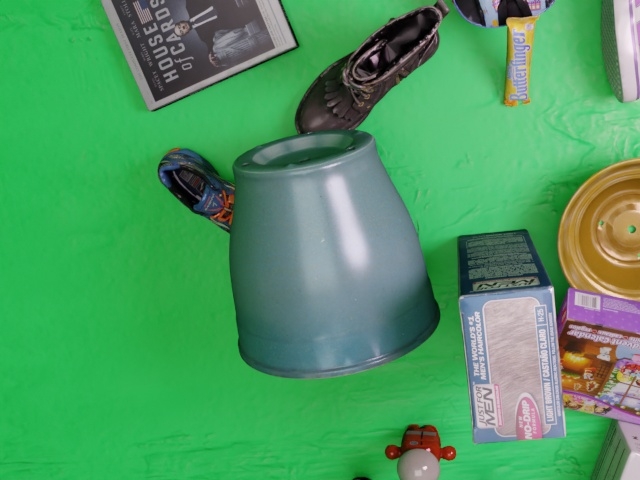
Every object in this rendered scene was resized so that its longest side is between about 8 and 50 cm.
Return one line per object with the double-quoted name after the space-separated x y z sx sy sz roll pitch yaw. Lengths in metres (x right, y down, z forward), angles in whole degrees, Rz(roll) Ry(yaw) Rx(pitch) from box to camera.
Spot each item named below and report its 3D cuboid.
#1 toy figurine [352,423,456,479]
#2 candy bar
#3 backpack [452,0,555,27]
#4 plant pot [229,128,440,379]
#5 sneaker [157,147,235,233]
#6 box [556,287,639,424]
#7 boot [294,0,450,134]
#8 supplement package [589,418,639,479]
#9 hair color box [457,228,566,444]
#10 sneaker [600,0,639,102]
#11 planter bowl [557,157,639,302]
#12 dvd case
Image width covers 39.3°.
0.145 0.398 1.292 0.209 0.148 0.213 -43 92 14 "toy figurine"
0.259 -0.233 1.167 0.040 0.018 0.161 -8 145 3 "candy bar"
0.229 -0.362 1.143 0.158 0.117 0.173 -16 98 11 "backpack"
0.000 0.000 1.153 0.272 0.271 0.255 -8 109 11 "plant pot"
-0.144 -0.052 1.280 0.221 0.087 0.083 29 105 3 "sneaker"
0.449 0.172 1.192 0.293 0.057 0.201 11 140 7 "box"
0.053 -0.213 1.143 0.263 0.229 0.091 -40 93 14 "boot"
0.510 0.386 1.232 0.262 0.145 0.204 16 103 5 "supplement package"
0.229 0.103 1.117 0.105 0.347 0.173 -6 100 10 "hair color box"
0.440 -0.318 1.130 0.161 0.102 0.282 -2 101 6 "sneaker"
0.423 -0.008 1.196 0.217 0.090 0.217 2 102 9 "planter bowl"
-0.172 -0.309 1.264 0.239 0.029 0.179 -22 96 12 "dvd case"
